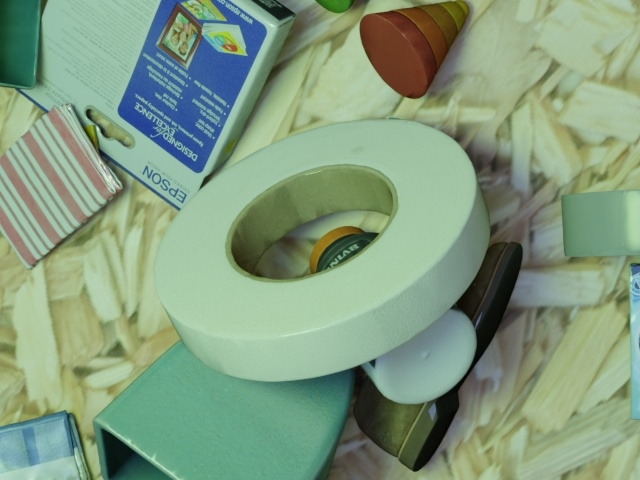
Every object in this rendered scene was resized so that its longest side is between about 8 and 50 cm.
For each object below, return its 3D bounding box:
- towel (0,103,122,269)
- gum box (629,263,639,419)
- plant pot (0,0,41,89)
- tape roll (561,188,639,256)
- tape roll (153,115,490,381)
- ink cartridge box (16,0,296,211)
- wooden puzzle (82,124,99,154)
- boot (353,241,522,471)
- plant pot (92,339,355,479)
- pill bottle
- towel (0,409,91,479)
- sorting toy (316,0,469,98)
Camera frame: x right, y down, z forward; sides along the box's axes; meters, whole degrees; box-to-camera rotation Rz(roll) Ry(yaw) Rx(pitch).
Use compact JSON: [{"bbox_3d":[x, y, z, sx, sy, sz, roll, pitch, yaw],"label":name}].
[{"bbox_3d":[-0.360,-0.069,1.792,0.197,0.029,0.144,-38,80,26],"label":"towel"},{"bbox_3d":[0.444,0.118,1.602,0.157,0.041,0.184,-1,91,14],"label":"gum box"},{"bbox_3d":[-0.502,-0.284,1.757,0.234,0.165,0.165,5,91,38],"label":"plant pot"},{"bbox_3d":[0.381,-0.021,1.525,0.219,0.219,0.072,-3,91,14],"label":"tape roll"},{"bbox_3d":[0.000,0.000,1.560,0.392,0.392,0.072,-13,126,14],"label":"tape roll"},{"bbox_3d":[-0.216,-0.239,1.729,0.303,0.072,0.307,37,126,10],"label":"ink cartridge box"},{"bbox_3d":[-0.334,-0.105,1.797,0.116,0.014,0.078,-17,90,27],"label":"wooden puzzle"},{"bbox_3d":[0.140,0.122,1.650,0.115,0.112,0.305,32,100,22],"label":"boot"},{"bbox_3d":[-0.091,0.227,1.625,0.248,0.247,0.252,34,65,11],"label":"plant pot"},{"bbox_3d":[0.072,0.075,1.599,0.130,0.130,0.245,-52,36,9],"label":"pill bottle"},{"bbox_3d":[-0.390,0.381,1.775,0.209,0.034,0.285,-14,87,-12],"label":"towel"},{"bbox_3d":[0.054,-0.347,1.682,0.126,0.127,0.365,-36,78,-18],"label":"sorting toy"}]
